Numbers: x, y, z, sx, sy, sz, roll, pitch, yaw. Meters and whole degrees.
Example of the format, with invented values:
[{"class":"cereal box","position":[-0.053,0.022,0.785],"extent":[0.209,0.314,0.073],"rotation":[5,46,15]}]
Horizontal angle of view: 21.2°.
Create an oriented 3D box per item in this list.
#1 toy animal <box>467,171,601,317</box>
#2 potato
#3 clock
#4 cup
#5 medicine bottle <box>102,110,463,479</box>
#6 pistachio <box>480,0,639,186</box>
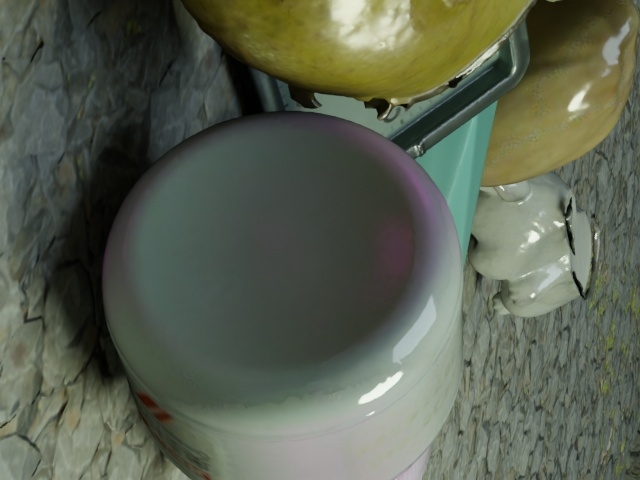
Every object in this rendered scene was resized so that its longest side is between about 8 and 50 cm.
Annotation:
[{"class":"toy animal","position":[0.243,-0.030,2.054],"extent":[0.208,0.154,0.325],"rotation":[-70,154,-46]},{"class":"potato","position":[0.022,-0.290,1.138],"extent":[0.296,0.289,0.397],"rotation":[23,77,-68]},{"class":"clock","position":[0.053,-0.173,1.446],"extent":[0.273,0.049,0.279],"rotation":[-35,142,-16]},{"class":"cup","position":[0.093,-0.035,1.656],"extent":[0.134,0.148,0.236],"rotation":[-7,106,-37]},{"class":"medicine bottle","position":[-0.018,0.078,1.230],"extent":[0.302,0.241,0.241],"rotation":[82,23,-59]},{"class":"pistachio","position":[0.220,-0.162,1.791],"extent":[0.181,0.293,0.162],"rotation":[52,38,0]}]
